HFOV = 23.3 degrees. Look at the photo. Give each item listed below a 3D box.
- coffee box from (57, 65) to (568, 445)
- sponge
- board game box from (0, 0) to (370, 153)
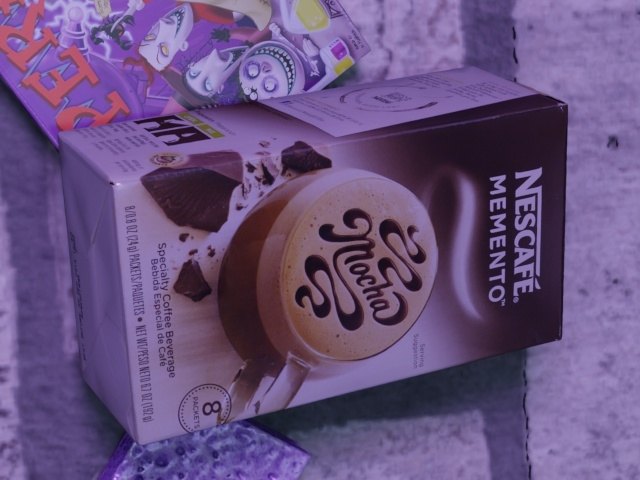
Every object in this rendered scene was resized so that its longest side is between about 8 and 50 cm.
[{"bbox_3d":[0.000,0.000,0.974,0.297,0.119,0.168,-12,113,-23],"label":"coffee box"},{"bbox_3d":[-0.109,0.206,1.043,0.117,0.031,0.210,31,87,-20],"label":"sponge"},{"bbox_3d":[-0.145,-0.199,0.969,0.208,0.056,0.347,-38,107,-6],"label":"board game box"}]
